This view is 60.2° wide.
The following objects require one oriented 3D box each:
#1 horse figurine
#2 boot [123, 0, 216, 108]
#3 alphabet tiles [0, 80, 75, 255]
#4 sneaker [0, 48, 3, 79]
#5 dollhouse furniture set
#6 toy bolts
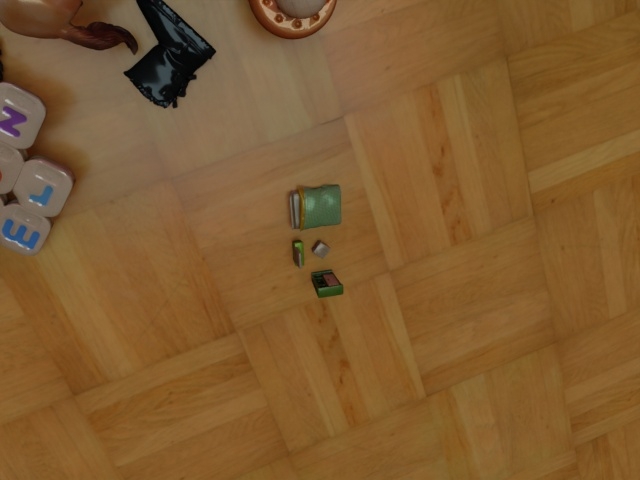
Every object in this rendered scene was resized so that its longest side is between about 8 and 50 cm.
[{"bbox_3d":[-0.311,-0.268,0.555,0.263,0.174,0.066,30,133,-20],"label":"horse figurine"},{"bbox_3d":[-0.197,-0.229,0.664,0.099,0.045,0.121,-44,111,10],"label":"boot"},{"bbox_3d":[-0.438,-0.092,0.627,0.284,0.021,0.278,29,118,-21],"label":"alphabet tiles"},{"bbox_3d":[-0.434,-0.243,0.589,0.087,0.083,0.221,-8,125,27],"label":"sneaker"},{"bbox_3d":[0.000,0.000,0.778,0.076,0.058,0.151,-7,110,-11],"label":"dollhouse furniture set"},{"bbox_3d":[-0.044,-0.360,0.591,0.229,0.158,0.218,35,97,-21],"label":"toy bolts"}]
